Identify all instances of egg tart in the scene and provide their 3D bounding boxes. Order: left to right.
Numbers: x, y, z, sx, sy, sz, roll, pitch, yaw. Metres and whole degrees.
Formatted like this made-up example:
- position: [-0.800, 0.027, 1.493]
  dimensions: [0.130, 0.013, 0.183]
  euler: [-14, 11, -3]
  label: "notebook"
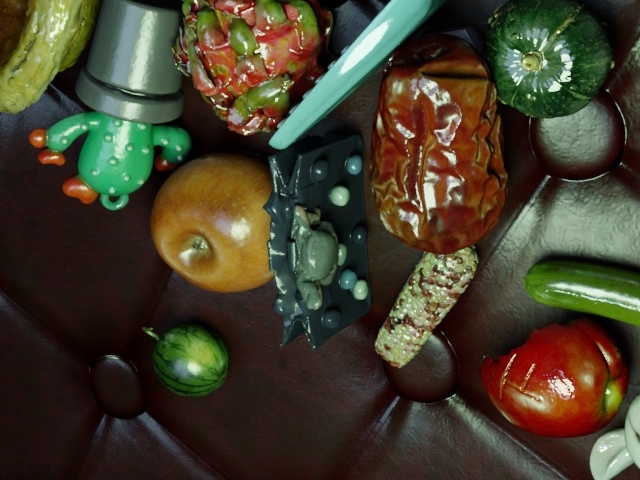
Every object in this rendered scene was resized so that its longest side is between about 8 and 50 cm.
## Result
- position: [-0.504, -0.437, 1.770]
  dimensions: [0.443, 0.178, 0.443]
  euler: [-4, 85, 45]
  label: "egg tart"

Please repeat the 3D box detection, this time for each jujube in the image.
- position: [0.179, -0.138, 1.497]
  dimensions: [0.216, 0.216, 0.342]
  euler: [12, 129, 24]
  label: "jujube"

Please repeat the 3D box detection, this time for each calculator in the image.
- position: [0.059, -0.272, 1.521]
  dimensions: [0.054, 0.256, 0.386]
  euler: [47, 119, -3]
  label: "calculator"

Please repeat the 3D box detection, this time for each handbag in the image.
- position: [0.000, 0.000, 1.631]
  dimensions: [0.118, 0.269, 0.326]
  euler: [3, 108, 25]
  label: "handbag"

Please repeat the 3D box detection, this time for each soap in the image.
- position: [0.185, -0.277, 1.569]
  dimensions: [0.149, 0.056, 0.100]
  euler: [-31, 88, 32]
  label: "soap"

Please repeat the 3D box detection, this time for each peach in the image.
- position: [0.356, 0.202, 1.557]
  dimensions: [0.226, 0.190, 0.196]
  euler: [18, 150, 41]
  label: "peach"

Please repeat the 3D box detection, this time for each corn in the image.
- position: [0.171, 0.105, 1.678]
  dimensions: [0.092, 0.092, 0.281]
  euler: [38, 121, 13]
  label: "corn"

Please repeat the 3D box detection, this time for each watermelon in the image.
- position: [-0.263, 0.218, 1.919]
  dimensions: [0.187, 0.140, 0.141]
  euler: [35, 119, 18]
  label: "watermelon"

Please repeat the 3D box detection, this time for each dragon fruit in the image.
- position: [-0.104, -0.325, 1.605]
  dimensions: [0.231, 0.237, 0.303]
  euler: [21, 107, 25]
  label: "dragon fruit"

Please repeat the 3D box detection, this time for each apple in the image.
- position: [-0.169, -0.028, 1.751]
  dimensions: [0.271, 0.206, 0.252]
  euler: [19, 117, 20]
  label: "apple"

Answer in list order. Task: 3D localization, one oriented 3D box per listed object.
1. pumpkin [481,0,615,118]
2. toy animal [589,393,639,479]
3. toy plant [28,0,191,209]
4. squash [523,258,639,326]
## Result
- position: [0.325, -0.268, 1.444]
  dimensions: [0.190, 0.146, 0.190]
  euler: [16, 112, 47]
  label: "pumpkin"
- position: [0.558, 0.281, 1.497]
  dimensions: [0.208, 0.154, 0.325]
  euler: [26, 132, 3]
  label: "toy animal"
- position: [-0.328, -0.228, 1.732]
  dimensions: [0.185, 0.279, 0.400]
  euler: [30, 116, 27]
  label: "toy plant"
- position: [0.471, 0.088, 1.516]
  dimensions: [0.331, 0.087, 0.087]
  euler: [15, 112, 27]
  label: "squash"
